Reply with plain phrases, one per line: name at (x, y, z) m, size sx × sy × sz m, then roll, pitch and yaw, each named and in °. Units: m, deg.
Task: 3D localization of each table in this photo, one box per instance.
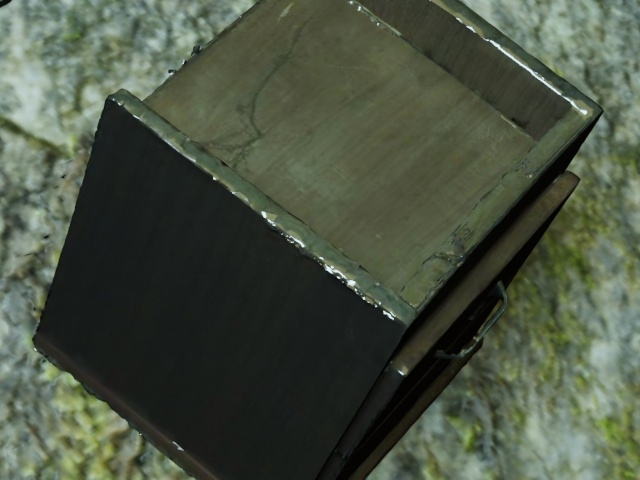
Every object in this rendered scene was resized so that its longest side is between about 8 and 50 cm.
table at (0.000, 0.000, 0.896) m, size 0.172 × 0.193 × 0.169 m, roll 38°, pitch 52°, yaw 9°
